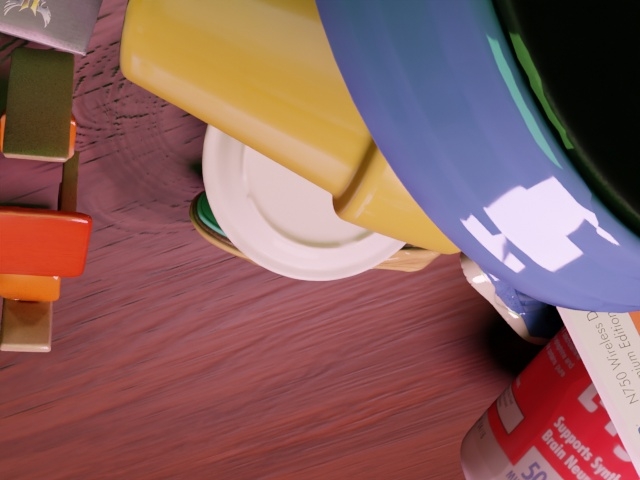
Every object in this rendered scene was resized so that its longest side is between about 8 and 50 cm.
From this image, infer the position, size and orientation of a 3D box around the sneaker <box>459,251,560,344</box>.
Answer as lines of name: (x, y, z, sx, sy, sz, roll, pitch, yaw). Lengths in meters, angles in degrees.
sneaker: (0.207, 0.040, 0.984, 0.084, 0.058, 0.152, -30, 125, 27)

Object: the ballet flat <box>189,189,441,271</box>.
ballet flat: (0.000, 0.000, 0.894, 0.232, 0.080, 0.073, 4, 148, -14)

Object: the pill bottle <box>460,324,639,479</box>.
pill bottle: (0.336, 0.123, 0.948, 0.229, 0.229, 0.408, 29, 107, -33)

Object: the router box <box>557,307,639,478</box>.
router box: (0.322, 0.009, 0.764, 0.301, 0.082, 0.336, -25, 98, 12)

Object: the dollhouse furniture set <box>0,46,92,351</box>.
dollhouse furniture set: (-0.297, -0.006, 0.743, 0.259, 0.135, 0.262, 4, 144, -15)

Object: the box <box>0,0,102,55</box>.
box: (-0.219, -0.225, 0.584, 0.232, 0.059, 0.184, 12, 106, -31)

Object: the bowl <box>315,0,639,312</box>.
bowl: (0.157, -0.160, 0.516, 0.391, 0.391, 0.077, 34, 155, -35)

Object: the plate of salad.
plate of salad: (0.003, -0.066, 0.827, 0.199, 0.048, 0.200, -4, 106, -15)

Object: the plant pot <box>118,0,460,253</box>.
plant pot: (0.010, -0.143, 0.658, 0.238, 0.254, 0.254, 17, 129, -7)
